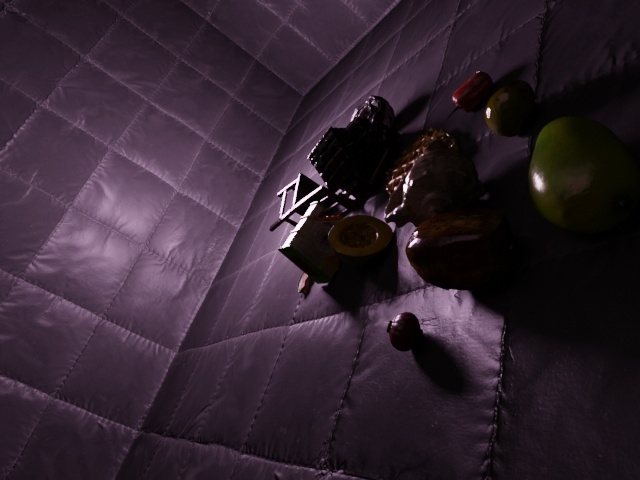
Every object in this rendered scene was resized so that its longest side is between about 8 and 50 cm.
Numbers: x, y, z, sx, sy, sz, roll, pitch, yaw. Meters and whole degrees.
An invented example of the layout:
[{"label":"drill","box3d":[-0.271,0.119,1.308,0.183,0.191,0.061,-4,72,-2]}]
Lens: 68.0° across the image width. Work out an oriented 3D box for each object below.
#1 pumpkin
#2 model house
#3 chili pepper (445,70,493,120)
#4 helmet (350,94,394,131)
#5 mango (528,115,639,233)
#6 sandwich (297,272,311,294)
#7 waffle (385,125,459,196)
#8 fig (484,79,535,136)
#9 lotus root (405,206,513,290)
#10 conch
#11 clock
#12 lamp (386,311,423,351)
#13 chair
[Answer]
[{"label":"pumpkin","box3d":[0.132,0.015,1.626,0.217,0.218,0.110,-84,-5,-50]},{"label":"model house","box3d":[0.133,-0.356,1.932,0.317,0.283,0.297,-45,23,28]},{"label":"chili pepper","box3d":[0.493,-0.481,1.608,0.192,0.084,0.086,-46,6,13]},{"label":"helmet","box3d":[0.241,-0.537,2.148,0.253,0.154,0.198,125,148,-63]},{"label":"mango","box3d":[0.522,-0.149,0.977,0.192,0.156,0.343,-32,27,31]},{"label":"sandwich","box3d":[-0.057,0.161,1.959,0.067,0.029,0.135,-10,49,55]},{"label":"waffle","box3d":[0.338,-0.254,1.641,0.302,0.068,0.325,-48,21,20]},{"label":"fig","box3d":[0.526,-0.371,1.322,0.136,0.121,0.153,-23,-39,-55]},{"label":"lotus root","box3d":[0.325,0.029,1.138,0.291,0.193,0.193,-9,51,55]},{"label":"conch","box3d":[0.324,-0.144,1.358,0.297,0.210,0.352,-41,6,38]},{"label":"clock","box3d":[0.000,0.000,1.823,0.255,0.220,0.106,-57,21,-23]},{"label":"lamp","box3d":[0.212,0.229,1.195,0.101,0.090,0.101,12,-90,-78]},{"label":"chair","box3d":[-0.032,-0.184,2.166,0.416,0.203,0.240,-34,33,44]}]
